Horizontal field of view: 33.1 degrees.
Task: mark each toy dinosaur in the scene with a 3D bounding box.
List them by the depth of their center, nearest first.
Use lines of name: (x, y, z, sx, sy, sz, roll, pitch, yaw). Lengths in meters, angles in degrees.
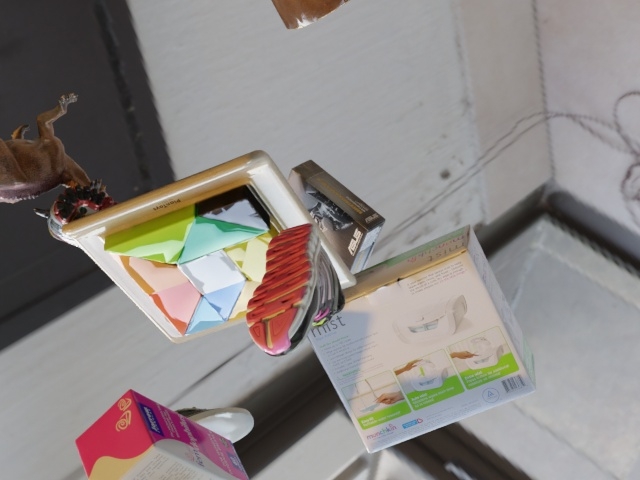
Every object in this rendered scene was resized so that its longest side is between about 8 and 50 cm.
toy dinosaur: (-0.442, -0.097, 1.595, 0.127, 0.295, 0.200, -41, 61, 56)

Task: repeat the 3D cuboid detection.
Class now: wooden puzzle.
wooden puzzle: (-0.105, 0.022, 1.082, 0.220, 0.044, 0.239, -20, 139, 17)

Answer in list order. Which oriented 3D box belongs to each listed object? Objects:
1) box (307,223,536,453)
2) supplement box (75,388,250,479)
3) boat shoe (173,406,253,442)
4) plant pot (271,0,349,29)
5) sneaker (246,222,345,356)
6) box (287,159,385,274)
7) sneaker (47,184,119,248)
box: (0.140, 0.141, 1.529, 0.262, 0.127, 0.231, -25, 102, 16)
supplement box: (-0.204, 0.307, 1.440, 0.220, 0.114, 0.111, 37, -168, -45)
boat shoe: (-0.232, 0.332, 1.946, 0.070, 0.219, 0.078, -120, 25, -56)
plant pot: (-0.027, -0.447, 1.472, 0.215, 0.215, 0.230, -9, 125, 51)
sneaker: (-0.014, 0.052, 0.909, 0.063, 0.170, 0.075, -26, 114, 17)
box: (0.000, 0.000, 1.905, 0.183, 0.056, 0.231, 40, 134, 20)
sneaker: (-0.279, -0.011, 1.531, 0.225, 0.088, 0.092, 22, 149, -25)
